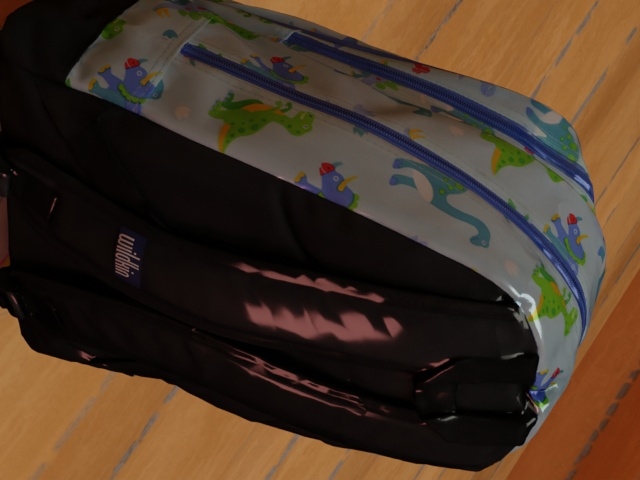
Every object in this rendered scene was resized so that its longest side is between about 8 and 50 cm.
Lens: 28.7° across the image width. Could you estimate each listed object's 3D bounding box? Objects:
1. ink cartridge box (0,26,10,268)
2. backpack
[{"bbox_3d":[-0.218,-0.062,0.847,0.212,0.093,0.154,1,115,-60],"label":"ink cartridge box"},{"bbox_3d":[0.000,0.000,0.796,0.273,0.356,0.290,-41,148,-40],"label":"backpack"}]
